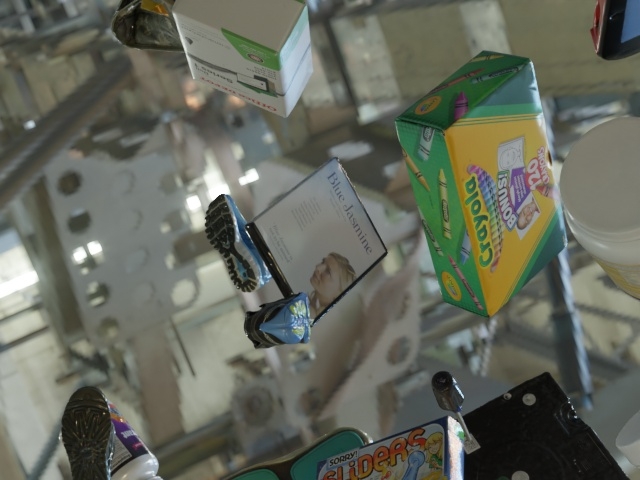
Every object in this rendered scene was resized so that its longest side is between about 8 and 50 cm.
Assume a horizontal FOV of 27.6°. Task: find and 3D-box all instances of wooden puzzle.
[{"bbox_3d":[-0.224,-0.397,2.008,0.116,0.078,0.014,-63,-176,7],"label":"wooden puzzle"}]

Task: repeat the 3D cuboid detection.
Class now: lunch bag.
[{"bbox_3d":[-0.230,-0.458,2.309,0.287,0.169,0.235,-1,-132,42],"label":"lunch bag"}]

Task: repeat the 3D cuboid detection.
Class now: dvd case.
[{"bbox_3d":[0.000,0.000,1.980,0.022,0.180,0.253,-21,-167,39],"label":"dvd case"}]

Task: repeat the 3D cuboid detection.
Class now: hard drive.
[{"bbox_3d":[0.211,0.341,1.663,0.339,0.064,0.237,-27,-126,-12],"label":"hard drive"}]

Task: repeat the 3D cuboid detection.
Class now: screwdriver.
[{"bbox_3d":[0.120,0.146,1.111,0.025,0.024,0.170,-24,151,8],"label":"screwdriver"}]

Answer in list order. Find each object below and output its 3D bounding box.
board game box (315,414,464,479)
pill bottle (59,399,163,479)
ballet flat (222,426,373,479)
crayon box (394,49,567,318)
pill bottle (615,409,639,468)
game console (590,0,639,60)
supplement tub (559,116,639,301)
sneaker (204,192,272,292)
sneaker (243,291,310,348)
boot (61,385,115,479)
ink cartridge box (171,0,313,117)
[{"bbox_3d":[0.078,0.298,1.533,0.201,0.035,0.136,-26,-139,32],"label":"board game box"},{"bbox_3d":[-0.337,0.367,2.164,0.108,0.193,0.108,-36,158,-17],"label":"pill bottle"},{"bbox_3d":[-0.040,0.321,1.731,0.248,0.086,0.086,-24,-169,4],"label":"ballet flat"},{"bbox_3d":[0.199,-0.067,1.574,0.081,0.278,0.165,20,-131,43],"label":"crayon box"},{"bbox_3d":[0.602,0.377,2.018,0.161,0.283,0.161,-42,-179,1],"label":"pill bottle"},{"bbox_3d":[0.548,-0.387,1.818,0.342,0.060,0.386,-19,164,3],"label":"game console"},{"bbox_3d":[0.550,-0.045,2.183,0.241,0.241,0.331,-16,152,23],"label":"supplement tub"},{"bbox_3d":[-0.124,0.002,2.028,0.063,0.162,0.073,-27,173,38],"label":"sneaker"},{"bbox_3d":[-0.054,0.099,1.616,0.078,0.067,0.188,-3,178,7],"label":"sneaker"},{"bbox_3d":[-0.333,0.280,1.927,0.076,0.189,0.208,3,-168,-1],"label":"boot"},{"bbox_3d":[-0.102,-0.271,1.786,0.219,0.160,0.092,82,33,-72],"label":"ink cartridge box"}]
